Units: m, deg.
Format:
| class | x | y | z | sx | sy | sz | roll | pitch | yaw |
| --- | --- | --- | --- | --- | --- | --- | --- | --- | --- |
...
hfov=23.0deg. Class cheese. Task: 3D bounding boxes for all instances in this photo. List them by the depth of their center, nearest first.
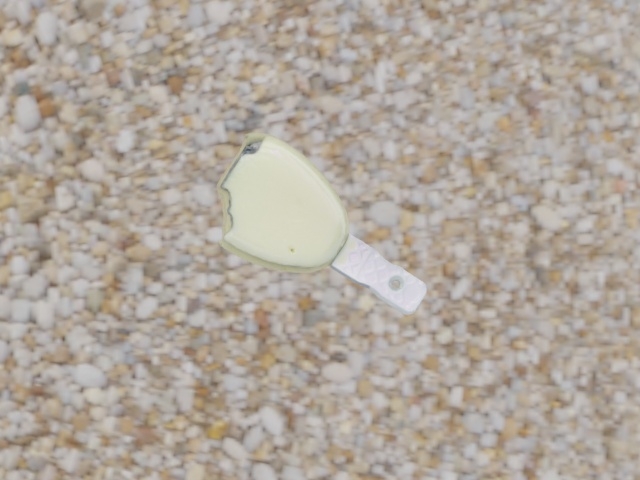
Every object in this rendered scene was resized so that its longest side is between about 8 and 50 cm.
| class | x | y | z | sx | sy | sz | roll | pitch | yaw |
| --- | --- | --- | --- | --- | --- | --- | --- | --- | --- |
| cheese | 0.000 | 0.000 | 1.645 | 0.255 | 0.050 | 0.127 | 35 | 86 | -11 |
